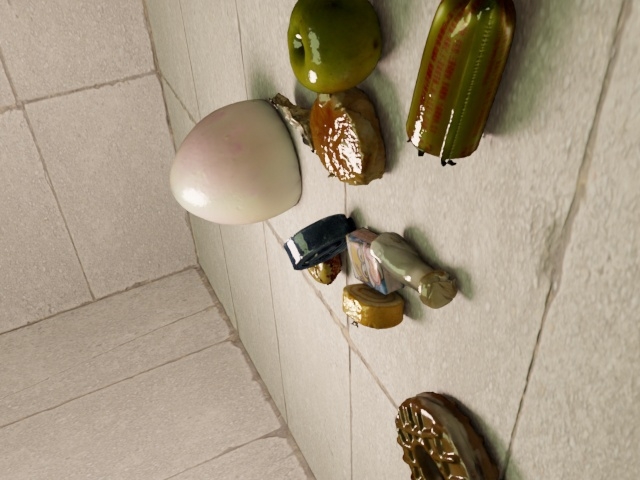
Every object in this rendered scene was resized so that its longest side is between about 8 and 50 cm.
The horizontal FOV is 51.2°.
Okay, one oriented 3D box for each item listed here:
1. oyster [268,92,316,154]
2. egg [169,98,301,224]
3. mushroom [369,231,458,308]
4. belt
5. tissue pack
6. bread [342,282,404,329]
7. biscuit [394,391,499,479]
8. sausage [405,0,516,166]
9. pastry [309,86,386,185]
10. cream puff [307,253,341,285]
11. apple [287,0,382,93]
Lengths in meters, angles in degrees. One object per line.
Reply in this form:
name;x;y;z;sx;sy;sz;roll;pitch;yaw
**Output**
oyster;-0.020;-0.258;1.617;0.345;0.078;0.128;51;174;42
egg;-0.272;-0.206;1.948;0.354;0.340;0.354;54;157;37
mushroom;0.185;0.060;1.328;0.223;0.081;0.092;45;168;48
belt;0.000;0.000;1.653;0.190;0.141;0.082;-34;73;31
tissue pack;0.121;0.044;1.511;0.155;0.065;0.115;29;137;64
bread;0.122;0.151;1.528;0.149;0.122;0.073;31;125;54
biscuit;0.275;0.486;1.458;0.332;0.103;0.332;161;90;-73
sausage;0.194;-0.251;0.913;0.117;0.125;0.317;19;143;12
pastry;0.056;-0.214;1.385;0.218;0.100;0.229;66;157;0
cream puff;0.009;0.047;1.802;0.149;0.084;0.149;53;157;35
apple;0.026;-0.366;1.226;0.196;0.157;0.196;53;154;41
